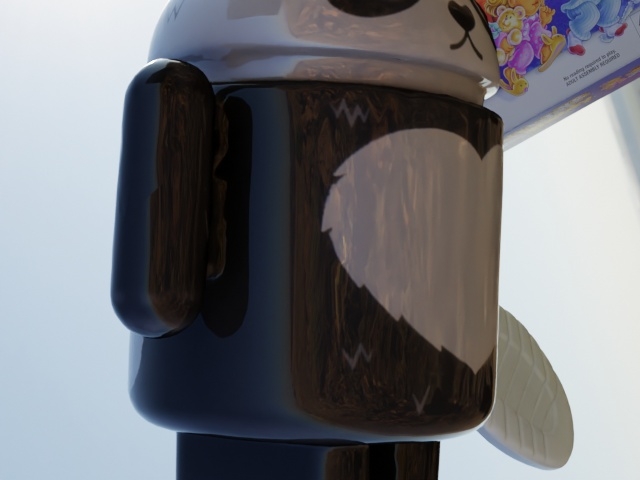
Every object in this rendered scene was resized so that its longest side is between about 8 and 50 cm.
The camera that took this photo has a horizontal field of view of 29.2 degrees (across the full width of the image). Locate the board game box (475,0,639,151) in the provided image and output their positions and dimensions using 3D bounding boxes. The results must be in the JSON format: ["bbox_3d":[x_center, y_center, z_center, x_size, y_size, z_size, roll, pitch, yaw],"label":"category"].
[{"bbox_3d":[0.139,-0.203,0.930,0.078,0.347,0.233,-12,-104,-54],"label":"board game box"}]

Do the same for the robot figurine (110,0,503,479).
[{"bbox_3d":[0.001,0.000,0.568,0.209,0.174,0.278,132,140,-86],"label":"robot figurine"}]

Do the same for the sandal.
[{"bbox_3d":[0.137,0.130,1.411,0.416,0.102,0.169,38,-132,-26],"label":"sandal"}]
